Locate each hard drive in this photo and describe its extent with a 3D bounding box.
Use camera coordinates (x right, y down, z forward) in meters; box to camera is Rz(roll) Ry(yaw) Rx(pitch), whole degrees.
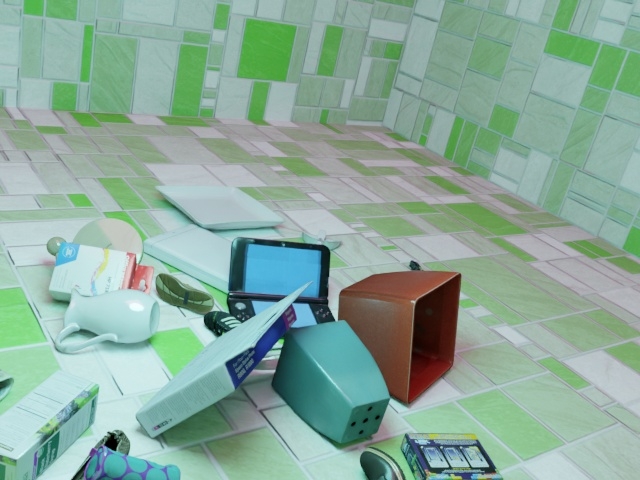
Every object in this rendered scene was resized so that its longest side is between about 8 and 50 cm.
[{"bbox_3d":[-0.324,0.053,2.033,0.353,0.047,0.233,24,25,23],"label":"hard drive"}]

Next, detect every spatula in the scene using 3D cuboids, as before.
[{"bbox_3d":[-0.083,0.278,1.643,0.242,0.019,0.168,1,6,-29],"label":"spatula"}]

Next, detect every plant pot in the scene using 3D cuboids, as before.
[{"bbox_3d":[0.187,0.214,1.712,0.236,0.267,0.267,12,19,33],"label":"plant pot"},{"bbox_3d":[0.034,0.317,1.484,0.166,0.165,0.234,-4,32,-36],"label":"plant pot"}]

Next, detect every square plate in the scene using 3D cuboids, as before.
[{"bbox_3d":[-0.356,-0.114,2.374,0.347,0.049,0.344,-4,27,-41],"label":"square plate"}]

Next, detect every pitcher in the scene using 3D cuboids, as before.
[{"bbox_3d":[-0.490,0.191,1.555,0.207,0.125,0.177,4,44,3],"label":"pitcher"}]

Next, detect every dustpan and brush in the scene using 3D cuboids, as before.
[{"bbox_3d":[0.000,0.000,2.316,0.147,0.060,0.211,14,23,1],"label":"dustpan and brush"}]

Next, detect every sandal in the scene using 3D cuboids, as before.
[{"bbox_3d":[-0.358,0.141,1.790,0.180,0.072,0.049,20,8,12],"label":"sandal"}]

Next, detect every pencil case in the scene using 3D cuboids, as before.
[{"bbox_3d":[-0.319,0.397,1.146,0.152,0.064,0.070,29,12,-30],"label":"pencil case"}]

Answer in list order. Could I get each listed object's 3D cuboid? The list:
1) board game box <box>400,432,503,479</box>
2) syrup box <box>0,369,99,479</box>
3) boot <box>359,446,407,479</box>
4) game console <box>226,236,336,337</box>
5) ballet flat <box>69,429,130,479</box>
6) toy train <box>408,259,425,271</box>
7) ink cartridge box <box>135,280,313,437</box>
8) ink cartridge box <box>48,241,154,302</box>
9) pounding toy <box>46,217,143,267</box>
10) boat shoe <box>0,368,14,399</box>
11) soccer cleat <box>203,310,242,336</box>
[{"bbox_3d":[0.271,0.466,1.409,0.171,0.048,0.141,6,22,-16],"label":"board game box"},{"bbox_3d":[-0.506,0.340,1.209,0.096,0.093,0.237,18,23,9],"label":"syrup box"},{"bbox_3d":[0.097,0.478,1.262,0.137,0.076,0.198,-8,30,-31],"label":"boot"},{"bbox_3d":[-0.094,0.129,1.825,0.293,0.173,0.250,5,24,-19],"label":"game console"},{"bbox_3d":[-0.390,0.409,1.158,0.084,0.058,0.250,14,23,3],"label":"ballet flat"},{"bbox_3d":[0.342,0.112,2.296,0.036,0.027,0.158,17,20,-20],"label":"toy train"},{"bbox_3d":[-0.174,0.238,1.387,0.071,0.330,0.324,56,27,-5],"label":"ink cartridge box"},{"bbox_3d":[-0.545,0.094,1.696,0.231,0.078,0.134,9,64,-9],"label":"ink cartridge box"},{"bbox_3d":[-0.594,0.051,1.813,0.237,0.110,0.182,-17,69,-19],"label":"pounding toy"},{"bbox_3d":[-0.665,0.297,1.208,0.094,0.109,0.302,17,20,2],"label":"boat shoe"},{"bbox_3d":[-0.229,0.221,1.665,0.179,0.060,0.072,19,20,29],"label":"soccer cleat"}]
